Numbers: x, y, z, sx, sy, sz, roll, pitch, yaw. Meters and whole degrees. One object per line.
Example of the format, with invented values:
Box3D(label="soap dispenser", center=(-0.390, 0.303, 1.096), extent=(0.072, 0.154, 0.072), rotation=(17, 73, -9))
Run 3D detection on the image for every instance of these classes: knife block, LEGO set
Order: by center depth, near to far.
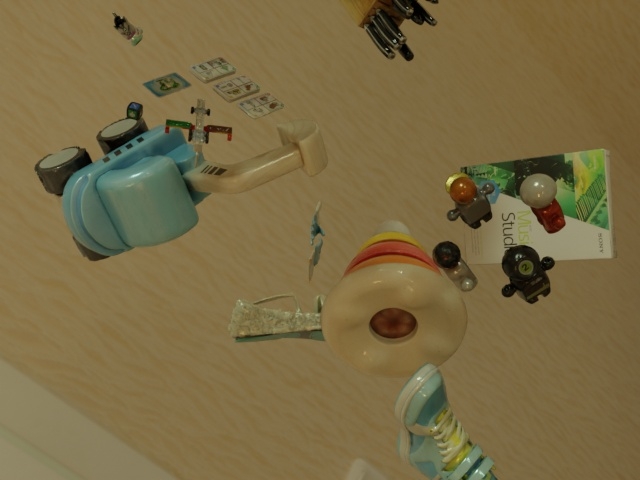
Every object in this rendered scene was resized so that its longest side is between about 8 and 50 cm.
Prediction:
Box3D(label="LEGO set", center=(-0.211, -0.230, 1.160), extent=(0.244, 0.182, 0.060), rotation=(-33, -27, -38))
Box3D(label="knife block", center=(0.102, -0.442, 1.260), extent=(0.275, 0.088, 0.242), rotation=(3, 85, 52))

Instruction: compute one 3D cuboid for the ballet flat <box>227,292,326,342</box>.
Box3D(label="ballet flat", center=(-0.045, 0.207, 1.790), extent=(0.147, 0.408, 0.147), rotation=(-178, 90, -78))

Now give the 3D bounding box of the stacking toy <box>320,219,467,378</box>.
Box3D(label="stacking toy", center=(0.187, 0.086, 1.737), extent=(0.350, 0.350, 0.480), rotation=(-38, 24, 26))

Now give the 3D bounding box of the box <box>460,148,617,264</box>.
Box3D(label="box", center=(0.475, -0.066, 1.463), extent=(0.322, 0.232, 0.058), rotation=(-5, -1, 33))

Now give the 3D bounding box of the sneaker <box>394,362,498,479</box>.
Box3D(label="sneaker", center=(0.252, 0.376, 1.254), extent=(0.127, 0.319, 0.208), rotation=(-39, 53, -24))

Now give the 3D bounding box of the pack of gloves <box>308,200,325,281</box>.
Box3D(label="pack of gloves", center=(0.000, 0.000, 2.138), extent=(0.046, 0.195, 0.232), rotation=(3, 22, 7))

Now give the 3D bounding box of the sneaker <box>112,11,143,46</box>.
Box3D(label="sneaker", center=(-0.395, -0.435, 1.337), extent=(0.038, 0.069, 0.098), rotation=(-45, 32, 2))

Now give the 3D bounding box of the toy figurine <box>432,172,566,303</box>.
Box3D(label="toy figurine", center=(0.304, -0.010, 1.137), extent=(0.209, 0.148, 0.213), rotation=(9, 70, 33))

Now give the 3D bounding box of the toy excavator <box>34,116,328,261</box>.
Box3D(label="toy excavator", center=(-0.263, -0.114, 1.309), extent=(0.445, 0.222, 0.433), rotation=(17, 44, 42))
